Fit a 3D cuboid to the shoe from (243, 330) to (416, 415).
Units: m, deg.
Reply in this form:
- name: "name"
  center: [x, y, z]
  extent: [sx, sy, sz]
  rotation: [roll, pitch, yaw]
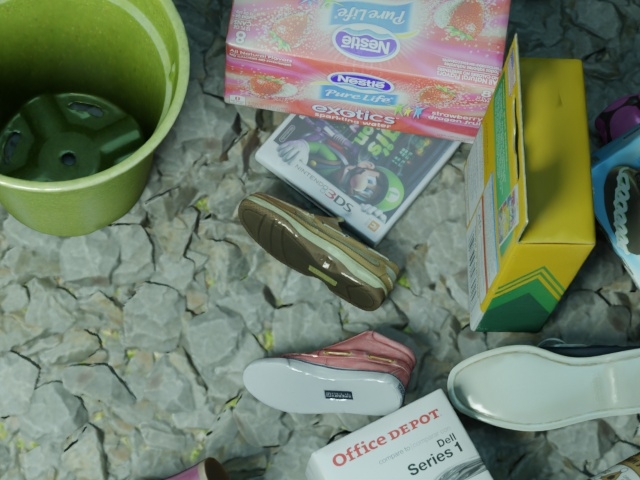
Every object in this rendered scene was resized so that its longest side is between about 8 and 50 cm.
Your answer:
- name: "shoe"
  center: [0.012, 0.139, 1.784]
  extent: [0.178, 0.064, 0.081]
  rotation: [4, 32, 18]

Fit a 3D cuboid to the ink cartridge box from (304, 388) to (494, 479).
- name: "ink cartridge box"
  center: [0.103, 0.285, 1.712]
  extent: [0.160, 0.092, 0.219]
  rotation: [-26, 73, -14]

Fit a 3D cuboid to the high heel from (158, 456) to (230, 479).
- name: "high heel"
  center: [-0.114, 0.415, 1.663]
  extent: [0.181, 0.127, 0.377]
  rotation: [-27, 75, 17]

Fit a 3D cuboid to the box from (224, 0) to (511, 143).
- name: "box"
  center: [0.051, -0.220, 1.849]
  extent: [0.299, 0.154, 0.142]
  rotation: [10, 69, -1]

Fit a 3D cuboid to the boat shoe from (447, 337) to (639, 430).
- name: "boat shoe"
  center: [0.262, 0.149, 1.782]
  extent: [0.254, 0.079, 0.095]
  rotation: [-9, 85, 2]

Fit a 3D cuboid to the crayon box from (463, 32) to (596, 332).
- name: "crayon box"
  center: [0.215, -0.049, 1.726]
  extent: [0.083, 0.323, 0.203]
  rotation: [1, 69, -4]

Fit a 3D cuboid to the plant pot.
- name: "plant pot"
  center: [-0.271, -0.130, 1.761]
  extent: [0.276, 0.254, 0.276]
  rotation: [1, 68, -3]

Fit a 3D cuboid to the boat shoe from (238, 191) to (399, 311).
- name: "boat shoe"
  center: [0.000, 0.000, 1.838]
  extent: [0.190, 0.068, 0.072]
  rotation: [36, 58, -1]

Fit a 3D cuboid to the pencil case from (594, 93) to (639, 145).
- name: "pencil case"
  center: [0.393, -0.069, 1.873]
  extent: [0.098, 0.095, 0.209]
  rotation: [-18, 69, -18]

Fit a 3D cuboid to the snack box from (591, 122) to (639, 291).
- name: "snack box"
  center: [0.421, 0.013, 1.763]
  extent: [0.187, 0.060, 0.322]
  rotation: [-34, 101, 5]

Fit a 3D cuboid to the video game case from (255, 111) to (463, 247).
- name: "video game case"
  center: [0.051, -0.112, 1.901]
  extent: [0.173, 0.022, 0.190]
  rotation: [37, 71, 10]

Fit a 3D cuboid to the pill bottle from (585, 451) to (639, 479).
- name: "pill bottle"
  center: [0.357, 0.275, 1.714]
  extent: [0.229, 0.131, 0.131]
  rotation: [-25, 73, -13]
